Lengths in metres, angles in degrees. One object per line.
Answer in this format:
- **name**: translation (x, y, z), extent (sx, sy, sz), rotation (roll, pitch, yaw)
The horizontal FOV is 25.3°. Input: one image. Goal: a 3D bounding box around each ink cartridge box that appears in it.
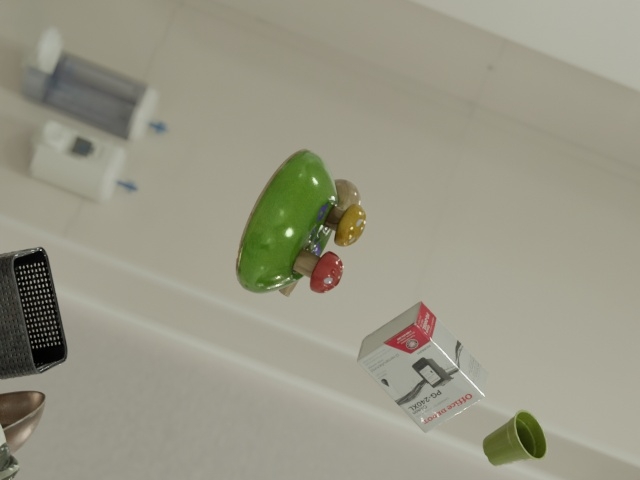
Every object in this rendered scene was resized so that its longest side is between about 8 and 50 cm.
- **ink cartridge box**: translation (0.141, 0.175, 1.947), extent (0.109, 0.150, 0.063), rotation (-36, -163, 26)

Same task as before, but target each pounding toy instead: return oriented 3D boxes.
- **pounding toy**: translation (0.000, 0.000, 1.699), extent (0.183, 0.110, 0.237), rotation (-64, 163, 0)

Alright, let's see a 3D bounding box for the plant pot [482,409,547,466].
- **plant pot**: translation (0.299, 0.318, 2.234), extent (0.079, 0.083, 0.083), rotation (-30, -154, 34)

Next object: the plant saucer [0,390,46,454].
- **plant saucer**: translation (-0.500, 0.271, 1.844), extent (0.310, 0.310, 0.050), rotation (-79, 153, -80)

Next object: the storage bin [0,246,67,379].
- **storage bin**: translation (-0.452, 0.108, 2.118), extent (0.122, 0.084, 0.180), rotation (-29, 109, -74)

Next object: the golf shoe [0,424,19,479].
- **golf shoe**: translation (-0.450, 0.217, 1.494), extent (0.105, 0.272, 0.120), rotation (-58, 138, -69)
